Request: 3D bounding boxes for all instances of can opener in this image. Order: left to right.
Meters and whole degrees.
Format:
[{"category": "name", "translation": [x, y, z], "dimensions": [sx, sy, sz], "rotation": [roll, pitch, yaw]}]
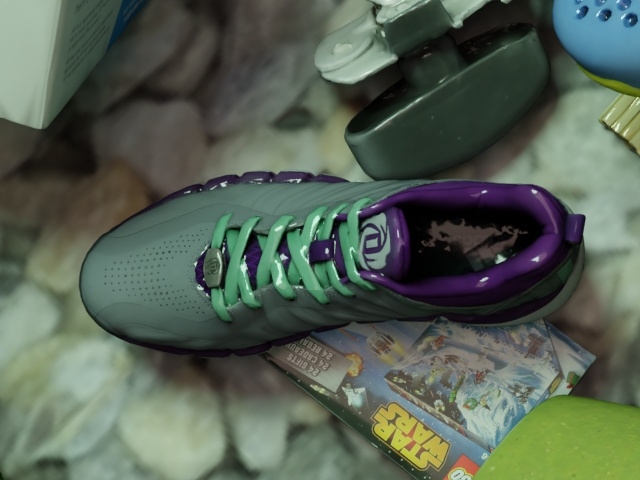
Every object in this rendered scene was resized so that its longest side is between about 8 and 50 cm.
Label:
[{"category": "can opener", "translation": [0.123, -0.131, 0.668], "dimensions": [0.280, 0.074, 0.093], "rotation": [-32, 114, 3]}]

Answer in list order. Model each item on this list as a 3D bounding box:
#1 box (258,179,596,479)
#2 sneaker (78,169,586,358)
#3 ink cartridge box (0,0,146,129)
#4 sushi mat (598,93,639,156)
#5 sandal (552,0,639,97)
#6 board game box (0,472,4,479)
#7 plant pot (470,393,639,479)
[{"category": "box", "translation": [0.043, 0.050, 0.662], "dimensions": [0.137, 0.027, 0.094], "rotation": [38, 86, 10]}, {"category": "sneaker", "translation": [0.000, 0.000, 0.610], "dimensions": [0.223, 0.098, 0.083], "rotation": [-7, 80, 5]}, {"category": "ink cartridge box", "translation": [-0.147, -0.201, 0.588], "dimensions": [0.168, 0.171, 0.233], "rotation": [17, 120, 2]}, {"category": "sushi mat", "translation": [0.287, -0.122, 0.664], "dimensions": [0.151, 0.019, 0.316], "rotation": [42, 89, 9]}, {"category": "sandal", "translation": [0.171, -0.204, 0.534], "dimensions": [0.126, 0.138, 0.317], "rotation": [30, 94, 47]}, {"category": "board game box", "translation": [-0.225, 0.082, 0.602], "dimensions": [0.144, 0.142, 0.275], "rotation": [-25, 88, -9]}, {"category": "plant pot", "translation": [0.179, 0.187, 0.526], "dimensions": [0.293, 0.275, 0.275], "rotation": [31, 86, 23]}]
